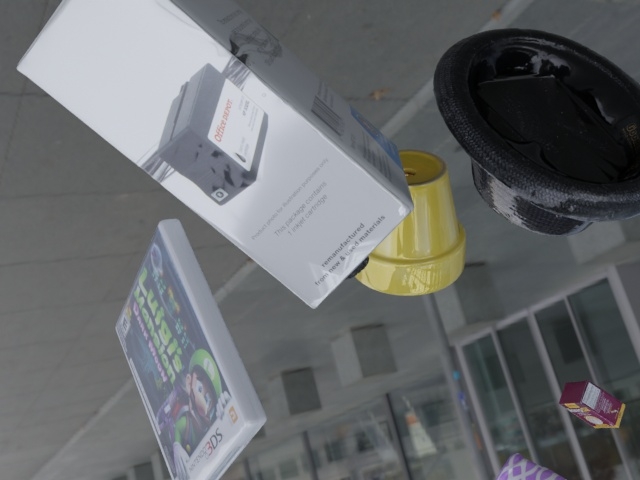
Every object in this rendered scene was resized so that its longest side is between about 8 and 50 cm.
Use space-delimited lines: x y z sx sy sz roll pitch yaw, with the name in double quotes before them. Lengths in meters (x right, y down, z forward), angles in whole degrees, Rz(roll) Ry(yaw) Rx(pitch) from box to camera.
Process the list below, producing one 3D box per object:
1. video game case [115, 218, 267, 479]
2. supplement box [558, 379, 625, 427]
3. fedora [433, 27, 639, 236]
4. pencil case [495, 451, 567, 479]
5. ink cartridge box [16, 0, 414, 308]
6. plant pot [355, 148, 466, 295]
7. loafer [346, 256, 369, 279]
"video game case" -0.119 0.107 0.682 0.022 0.190 0.173 -9 148 -35
"supplement box" 0.436 0.263 1.290 0.083 0.043 0.055 33 157 -13
"fedora" 0.283 -0.122 1.045 0.334 0.334 0.152 -9 144 -18
"pencil case" 0.386 0.432 1.317 0.086 0.206 0.088 -56 150 -5
"ink cartridge box" -0.076 -0.114 0.721 0.129 0.307 0.223 -46 -168 16
"plant pot" 0.181 -0.050 1.693 0.254 0.254 0.239 -11 125 -11
"loafer" 0.000 0.000 1.281 0.080 0.078 0.220 -40 149 5
